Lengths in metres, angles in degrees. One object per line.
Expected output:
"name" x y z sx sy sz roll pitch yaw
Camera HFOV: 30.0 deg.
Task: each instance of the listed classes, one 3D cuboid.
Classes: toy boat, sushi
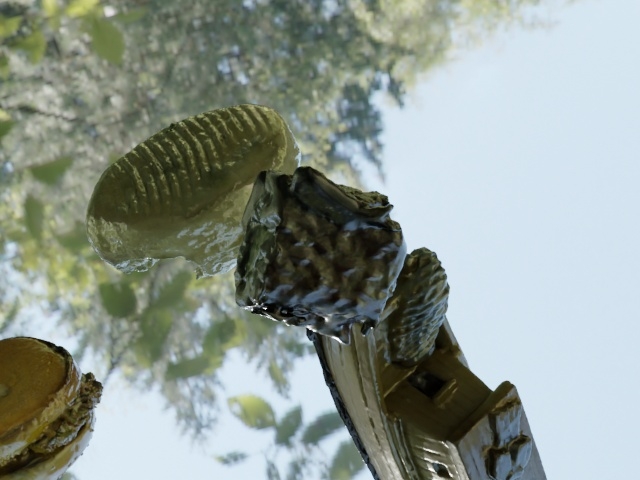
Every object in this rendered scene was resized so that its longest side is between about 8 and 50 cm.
"toy boat" 0.097 0.150 0.844 0.089 0.321 0.121 -41 -149 -29
"sushi" -0.001 0.001 0.686 0.084 0.098 0.094 18 -165 -17

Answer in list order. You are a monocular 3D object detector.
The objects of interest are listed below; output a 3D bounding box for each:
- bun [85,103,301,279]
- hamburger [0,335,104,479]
"bun" -0.119 -0.040 1.214 0.237 0.116 0.210 -35 -145 -13
"hamburger" -0.323 0.190 1.279 0.191 0.118 0.182 -26 -144 -10
